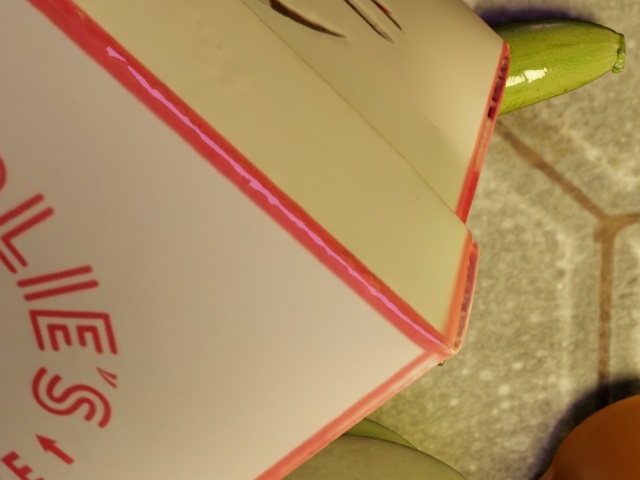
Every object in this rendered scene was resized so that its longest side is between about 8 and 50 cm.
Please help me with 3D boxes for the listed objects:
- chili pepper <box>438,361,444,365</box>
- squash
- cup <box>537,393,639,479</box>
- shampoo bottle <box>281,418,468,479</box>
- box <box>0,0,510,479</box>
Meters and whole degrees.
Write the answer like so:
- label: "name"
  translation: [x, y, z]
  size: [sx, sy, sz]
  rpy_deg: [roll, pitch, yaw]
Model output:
- label: "chili pepper"
  translation: [0.000, 0.000, 0.750]
  size: [0.272, 0.071, 0.063]
  rpy_deg: [46, 139, -19]
- label: "squash"
  translation: [0.117, -0.114, 0.720]
  size: [0.201, 0.066, 0.066]
  rpy_deg: [-12, 115, -7]
- label: "cup"
  translation: [0.268, 0.260, 0.813]
  size: [0.226, 0.264, 0.182]
  rpy_deg: [-17, 124, 10]
- label: "shampoo bottle"
  translation: [0.001, 0.300, 0.740]
  size: [0.322, 0.317, 0.323]
  rpy_deg: [-3, 112, -7]
- label: "box"
  translation: [-0.126, -0.046, 0.505]
  size: [0.314, 0.300, 0.312]
  rpy_deg: [42, 121, -10]
